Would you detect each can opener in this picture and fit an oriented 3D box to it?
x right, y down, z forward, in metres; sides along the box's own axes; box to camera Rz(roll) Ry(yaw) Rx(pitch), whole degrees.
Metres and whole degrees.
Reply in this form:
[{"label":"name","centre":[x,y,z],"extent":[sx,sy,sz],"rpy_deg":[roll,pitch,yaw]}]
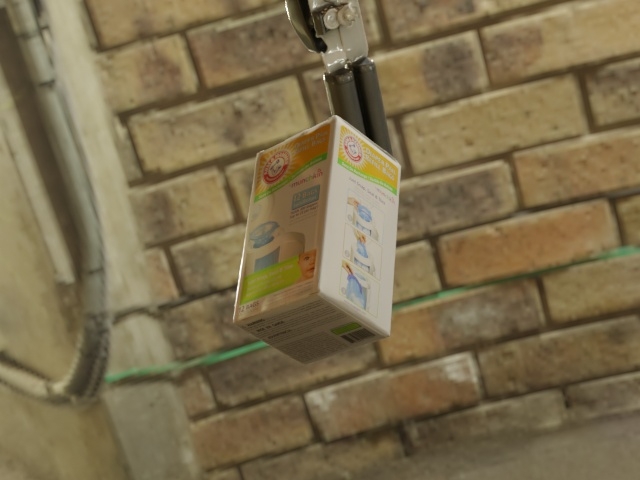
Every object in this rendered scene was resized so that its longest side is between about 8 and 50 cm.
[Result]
[{"label":"can opener","centre":[0.032,-0.207,1.758],"extent":[0.074,0.280,0.093],"rpy_deg":[-28,24,-28]}]

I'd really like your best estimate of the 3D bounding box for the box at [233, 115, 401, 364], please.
[{"label":"box","centre":[0.000,0.000,1.329],"extent":[0.114,0.103,0.203],"rpy_deg":[-22,49,37]}]
